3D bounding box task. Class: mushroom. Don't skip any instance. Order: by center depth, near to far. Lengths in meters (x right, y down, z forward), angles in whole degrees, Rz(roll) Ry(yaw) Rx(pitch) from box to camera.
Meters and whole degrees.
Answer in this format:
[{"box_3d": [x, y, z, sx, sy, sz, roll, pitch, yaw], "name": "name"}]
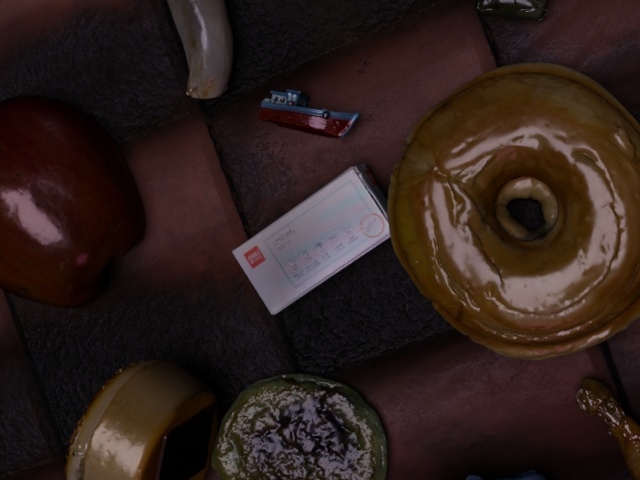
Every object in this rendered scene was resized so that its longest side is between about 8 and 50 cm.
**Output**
[{"box_3d": [-0.219, -0.411, 1.801, 0.122, 0.095, 0.351, -14, 90, 38], "name": "mushroom"}]

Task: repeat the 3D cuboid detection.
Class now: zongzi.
[{"box_3d": [0.306, -0.402, 1.652, 0.109, 0.055, 0.119, 12, 87, 14], "name": "zongzi"}]

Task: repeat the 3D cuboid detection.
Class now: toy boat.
[{"box_3d": [-0.018, -0.210, 1.762, 0.173, 0.069, 0.059, 15, 86, 22], "name": "toy boat"}]

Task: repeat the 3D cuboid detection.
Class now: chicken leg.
[{"box_3d": [0.487, 0.311, 1.639, 0.251, 0.087, 0.107, 45, 114, 15], "name": "chicken leg"}]

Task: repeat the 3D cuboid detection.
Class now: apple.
[{"box_3d": [-0.495, -0.058, 1.904, 0.365, 0.295, 0.329, 40, 143, 12], "name": "apple"}]

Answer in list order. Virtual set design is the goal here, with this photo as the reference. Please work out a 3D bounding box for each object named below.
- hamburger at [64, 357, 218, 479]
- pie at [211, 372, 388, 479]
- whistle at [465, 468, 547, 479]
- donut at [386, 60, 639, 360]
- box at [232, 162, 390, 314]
[{"box_3d": [-0.300, 0.339, 1.784, 0.176, 0.300, 0.300, 20, 101, 22], "name": "hamburger"}, {"box_3d": [-0.029, 0.373, 1.816, 0.323, 0.070, 0.323, 1, 94, 17], "name": "pie"}, {"box_3d": [0.263, 0.441, 1.715, 0.269, 0.093, 0.180, -31, 110, 19], "name": "whistle"}, {"box_3d": [0.316, -0.042, 1.603, 0.449, 0.198, 0.449, 1, 93, 15], "name": "donut"}, {"box_3d": [0.000, 0.000, 1.768, 0.269, 0.079, 0.135, -35, 85, 17], "name": "box"}]
